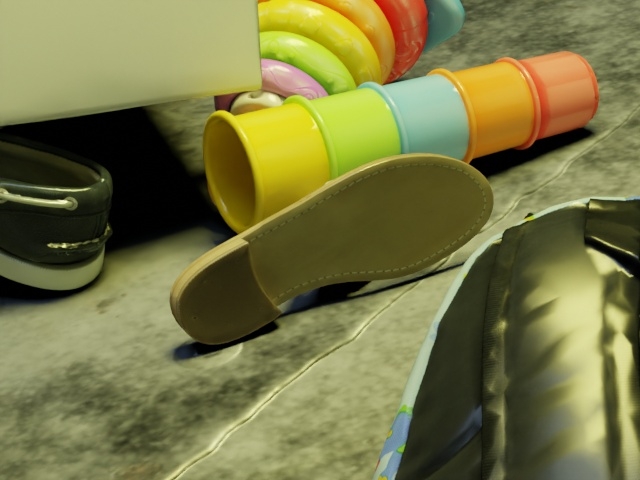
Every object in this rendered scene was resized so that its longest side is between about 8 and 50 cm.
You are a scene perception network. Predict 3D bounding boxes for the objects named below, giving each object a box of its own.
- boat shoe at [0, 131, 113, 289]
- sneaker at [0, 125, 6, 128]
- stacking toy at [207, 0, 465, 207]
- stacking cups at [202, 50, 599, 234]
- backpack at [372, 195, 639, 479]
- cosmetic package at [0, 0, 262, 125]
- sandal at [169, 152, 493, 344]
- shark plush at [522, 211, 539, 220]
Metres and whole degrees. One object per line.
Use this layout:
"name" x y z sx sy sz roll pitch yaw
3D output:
"boat shoe" -0.296 -0.060 1.349 0.302 0.091 0.114 17 32 1
"sneaker" -0.289 -0.140 1.639 0.094 0.081 0.208 1 28 17
"stacking toy" -0.022 -0.125 1.466 0.165 0.175 0.302 -24 30 44
"stacking cups" 0.073 -0.084 1.368 0.316 0.096 0.096 -15 26 -23
"backpack" 0.143 0.142 0.731 0.290 0.273 0.356 -4 62 15
"cosmetic package" -0.225 -0.222 1.488 0.230 0.162 0.453 -9 16 -17
"sandal" -0.002 -0.006 1.268 0.240 0.088 0.079 -24 22 -13
"shark plush" 0.175 0.018 1.223 0.067 0.073 0.161 22 16 17
